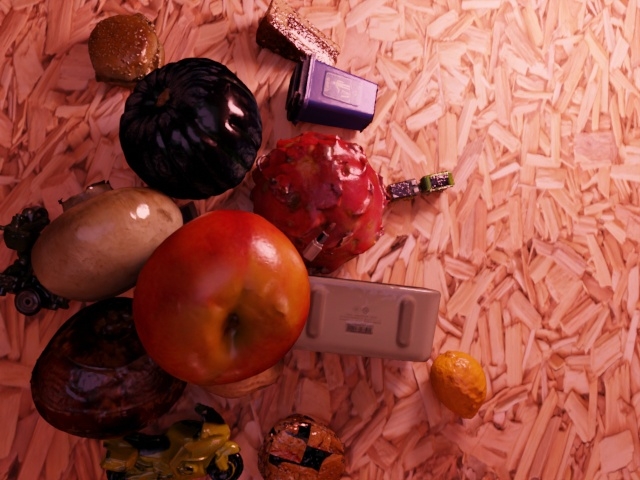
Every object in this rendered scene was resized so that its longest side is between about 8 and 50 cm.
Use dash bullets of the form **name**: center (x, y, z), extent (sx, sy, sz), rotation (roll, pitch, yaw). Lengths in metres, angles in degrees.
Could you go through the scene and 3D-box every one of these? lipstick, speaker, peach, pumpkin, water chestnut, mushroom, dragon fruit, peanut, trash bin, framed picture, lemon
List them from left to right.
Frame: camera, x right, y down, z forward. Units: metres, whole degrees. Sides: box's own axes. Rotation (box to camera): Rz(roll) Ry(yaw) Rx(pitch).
- **mushroom**: center (-0.496, -0.010, 1.039), extent (0.352, 0.352, 0.260), rotation (-30, 97, -7)
- **water chestnut**: center (-0.487, 0.315, 1.054), extent (0.351, 0.350, 0.302), rotation (18, 125, -1)
- **framed picture**: center (-0.374, -0.023, 1.197), extent (0.109, 0.011, 0.149), rotation (-25, 74, 3)
- **pumpkin**: center (-0.327, -0.278, 1.106), extent (0.364, 0.266, 0.363), rotation (-7, 66, 17)
- **peach**: center (-0.212, 0.115, 0.952), extent (0.389, 0.388, 0.388), rotation (0, 83, -4)
- **peanut**: center (-0.204, 0.324, 1.096), extent (0.137, 0.253, 0.122), rotation (31, 109, 35)
- **lipstick**: center (0.000, 0.000, 1.013), extent (0.025, 0.025, 0.107), rotation (33, 109, -20)
- **dragon fruit**: center (0.002, -0.120, 1.135), extent (0.371, 0.249, 0.386), rotation (-6, 73, -6)
- **trash bin**: center (0.027, -0.395, 1.227), extent (0.235, 0.184, 0.162), rotation (10, 82, -14)
- **speaker**: center (0.095, 0.196, 1.143), extent (0.407, 0.183, 0.184), rotation (6, 88, -2)
- **lemon**: center (0.367, 0.377, 1.152), extent (0.142, 0.142, 0.187), rotation (-18, 87, -6)

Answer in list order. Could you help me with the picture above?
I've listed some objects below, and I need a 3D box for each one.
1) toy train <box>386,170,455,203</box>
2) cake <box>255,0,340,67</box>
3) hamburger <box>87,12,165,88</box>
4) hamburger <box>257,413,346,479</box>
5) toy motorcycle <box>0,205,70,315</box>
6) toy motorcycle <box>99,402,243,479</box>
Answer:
- **toy train**: center (0.280, -0.152, 1.244), extent (0.202, 0.081, 0.060), rotation (-14, 85, -5)
- **cake**: center (-0.059, -0.587, 1.252), extent (0.246, 0.135, 0.112), rotation (24, 81, -1)
- **hamburger**: center (-0.544, -0.539, 1.221), extent (0.190, 0.122, 0.215), rotation (8, 80, -1)
- **hamburger**: center (-0.048, 0.568, 1.122), extent (0.231, 0.107, 0.230), rotation (2, 81, -11)
- **toy motorcycle**: center (-0.724, 0.052, 1.132), extent (0.205, 0.127, 0.275), rotation (13, 85, 1)
- **toy motorcycle**: center (-0.366, 0.514, 1.088), extent (0.343, 0.142, 0.205), rotation (-1, 81, -6)
